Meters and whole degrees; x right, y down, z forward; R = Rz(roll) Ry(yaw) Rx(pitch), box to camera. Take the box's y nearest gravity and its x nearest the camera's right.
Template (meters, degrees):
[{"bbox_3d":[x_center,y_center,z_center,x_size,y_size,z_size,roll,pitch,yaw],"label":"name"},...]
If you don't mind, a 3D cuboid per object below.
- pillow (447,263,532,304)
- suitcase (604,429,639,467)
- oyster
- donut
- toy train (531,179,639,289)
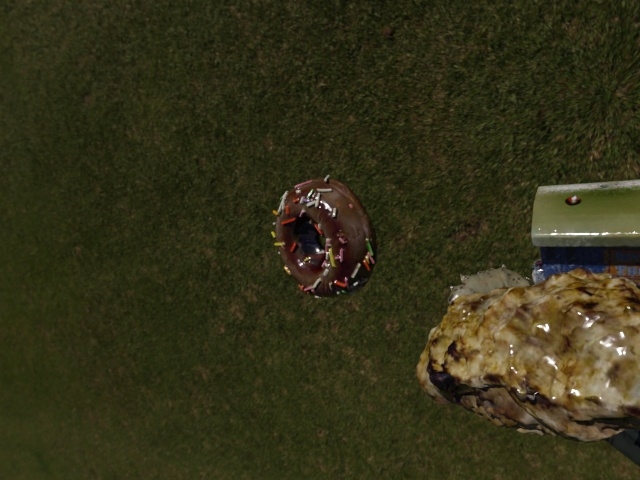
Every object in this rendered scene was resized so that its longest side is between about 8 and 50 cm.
[{"bbox_3d":[0.464,0.121,1.174,0.241,0.051,0.093,-13,64,-1],"label":"pillow"},{"bbox_3d":[0.800,0.402,0.977,0.339,0.352,0.193,42,118,48],"label":"suitcase"},{"bbox_3d":[0.276,0.125,0.478,0.396,0.111,0.204,-11,69,49],"label":"oyster"},{"bbox_3d":[0.000,0.000,0.871,0.270,0.103,0.269,21,119,43],"label":"donut"},{"bbox_3d":[0.439,0.014,0.555,0.300,0.131,0.201,-1,132,36],"label":"toy train"}]
